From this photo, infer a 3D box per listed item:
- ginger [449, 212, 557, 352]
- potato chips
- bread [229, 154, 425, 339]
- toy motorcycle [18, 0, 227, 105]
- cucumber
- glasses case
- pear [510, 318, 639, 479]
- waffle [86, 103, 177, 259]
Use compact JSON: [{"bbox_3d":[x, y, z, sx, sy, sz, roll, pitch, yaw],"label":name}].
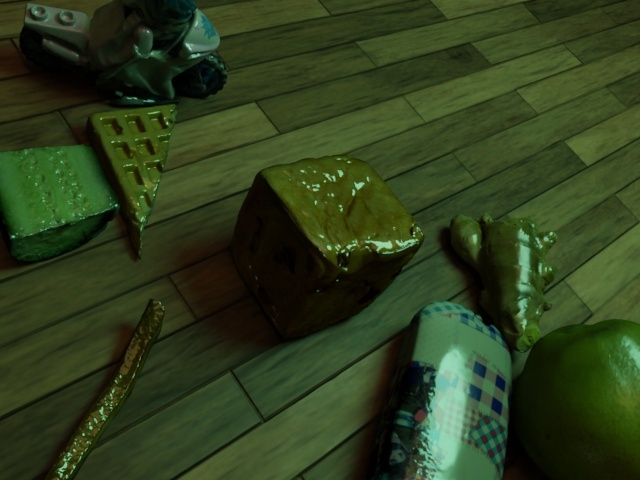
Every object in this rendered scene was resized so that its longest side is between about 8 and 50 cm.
[{"bbox_3d":[0.249,0.041,0.824,0.115,0.081,0.205,-9,61,-17],"label":"ginger"},{"bbox_3d":[-0.193,0.145,0.581,0.026,0.037,0.203,22,55,4],"label":"potato chips"},{"bbox_3d":[0.000,0.000,0.699,0.143,0.149,0.158,-12,63,-35],"label":"bread"},{"bbox_3d":[-0.214,-0.247,0.736,0.239,0.204,0.108,-10,73,-26],"label":"toy motorcycle"},{"bbox_3d":[-0.278,-0.040,0.653,0.117,0.062,0.115,-13,65,-39],"label":"cucumber"},{"bbox_3d":[0.124,0.205,0.654,0.125,0.076,0.327,26,52,-5],"label":"glasses case"},{"bbox_3d":[0.308,0.182,0.688,0.198,0.198,0.198,12,53,-17],"label":"pear"},{"bbox_3d":[-0.187,-0.075,0.743,0.125,0.032,0.190,-16,67,-35],"label":"waffle"}]
